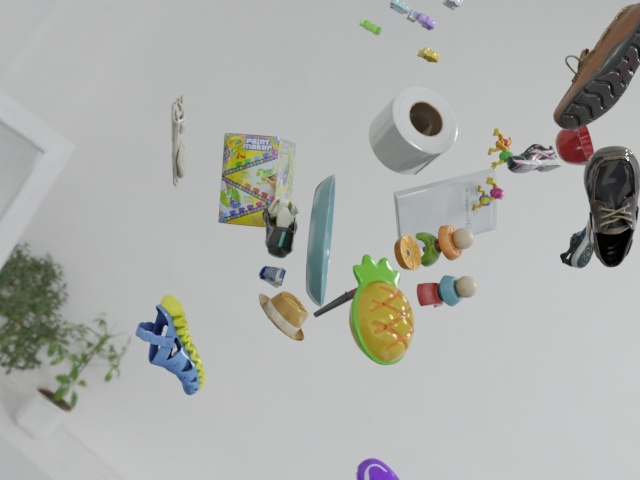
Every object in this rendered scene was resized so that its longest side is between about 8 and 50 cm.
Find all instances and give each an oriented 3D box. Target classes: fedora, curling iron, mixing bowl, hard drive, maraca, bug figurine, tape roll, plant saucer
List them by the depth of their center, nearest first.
[{"bbox_3d":[0.100,0.114,1.132,0.127,0.185,0.099,12,-24,-41],"label":"maraca"},{"bbox_3d":[0.000,0.000,1.616,0.044,0.317,0.317,6,-5,4],"label":"plant saucer"},{"bbox_3d":[-0.097,0.210,2.024,0.194,0.079,0.194,46,9,-10],"label":"fedora"},{"bbox_3d":[0.091,0.162,2.184,0.068,0.274,0.035,57,-6,-19],"label":"curling iron"},{"bbox_3d":[0.564,-0.214,2.185,0.072,0.278,0.216,14,12,1],"label":"bug figurine"},{"bbox_3d":[0.303,-0.359,2.241,0.246,0.246,0.169,37,-31,-7],"label":"tape roll"},{"bbox_3d":[0.433,-0.100,2.347,0.047,0.353,0.233,-114,-168,-56],"label":"hard drive"},{"bbox_3d":[0.899,-0.338,2.429,0.098,0.181,0.181,-16,-37,33],"label":"mixing bowl"}]

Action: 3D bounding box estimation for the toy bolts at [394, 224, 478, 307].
[{"bbox_3d":[0.330,0.067,1.854,0.159,0.228,0.218,-17,-13,36],"label":"toy bolts"}]

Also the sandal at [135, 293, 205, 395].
[{"bbox_3d":[-0.422,0.308,1.912,0.126,0.138,0.317,22,-46,53],"label":"sandal"}]

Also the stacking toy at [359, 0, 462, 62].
[{"bbox_3d":[0.231,-0.571,1.722,0.221,0.166,0.052,24,0,-10],"label":"stacking toy"}]

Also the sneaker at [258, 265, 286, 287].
[{"bbox_3d":[-0.119,0.080,1.641,0.058,0.052,0.135,18,-10,-7],"label":"sneaker"}]

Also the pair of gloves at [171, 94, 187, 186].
[{"bbox_3d":[-0.381,-0.270,1.842,0.042,0.204,0.240,0,28,-12],"label":"pair of gloves"}]

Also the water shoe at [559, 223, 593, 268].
[{"bbox_3d":[0.762,-0.014,1.973,0.073,0.203,0.080,45,-16,-34],"label":"water shoe"}]

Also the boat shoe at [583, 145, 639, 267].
[{"bbox_3d":[0.712,-0.071,1.642,0.355,0.132,0.130,64,22,-43],"label":"boat shoe"}]

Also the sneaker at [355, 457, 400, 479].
[{"bbox_3d":[0.176,0.617,1.506,0.146,0.102,0.293,106,-40,-68],"label":"sneaker"}]

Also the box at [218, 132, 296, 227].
[{"bbox_3d":[-0.195,-0.192,2.199,0.177,0.279,0.290,6,5,8],"label":"box"}]

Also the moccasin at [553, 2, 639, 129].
[{"bbox_3d":[0.752,-0.467,1.830,0.139,0.380,0.147,24,12,-27],"label":"moccasin"}]

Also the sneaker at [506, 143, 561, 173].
[{"bbox_3d":[0.601,-0.238,1.949,0.178,0.077,0.072,-2,-15,-30],"label":"sneaker"}]

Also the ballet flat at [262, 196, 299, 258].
[{"bbox_3d":[-0.097,-0.052,1.786,0.095,0.096,0.280,11,24,-13],"label":"ballet flat"}]
